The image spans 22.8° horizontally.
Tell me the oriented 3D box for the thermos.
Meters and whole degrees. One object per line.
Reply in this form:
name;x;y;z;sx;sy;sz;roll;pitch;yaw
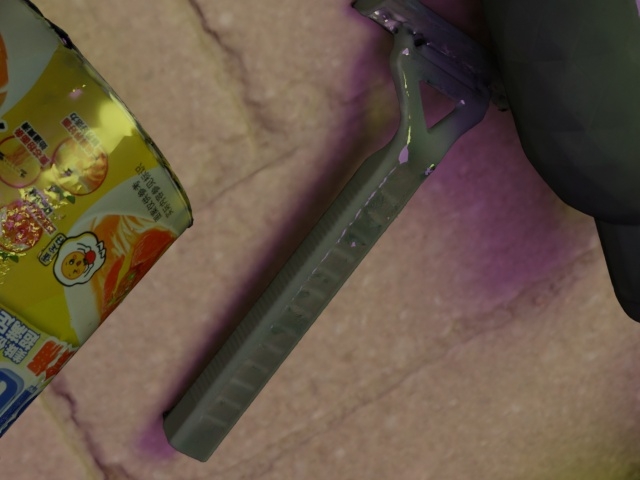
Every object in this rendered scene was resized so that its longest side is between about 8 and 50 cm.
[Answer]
thermos;0.165;-0.101;0.831;0.145;0.182;0.286;-10;111;18

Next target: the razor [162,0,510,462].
razor;0.003;0.005;0.865;0.111;0.056;0.278;29;98;-31

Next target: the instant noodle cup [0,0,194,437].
instant noodle cup;-0.165;-0.020;0.717;0.153;0.205;0.205;-42;121;-14
